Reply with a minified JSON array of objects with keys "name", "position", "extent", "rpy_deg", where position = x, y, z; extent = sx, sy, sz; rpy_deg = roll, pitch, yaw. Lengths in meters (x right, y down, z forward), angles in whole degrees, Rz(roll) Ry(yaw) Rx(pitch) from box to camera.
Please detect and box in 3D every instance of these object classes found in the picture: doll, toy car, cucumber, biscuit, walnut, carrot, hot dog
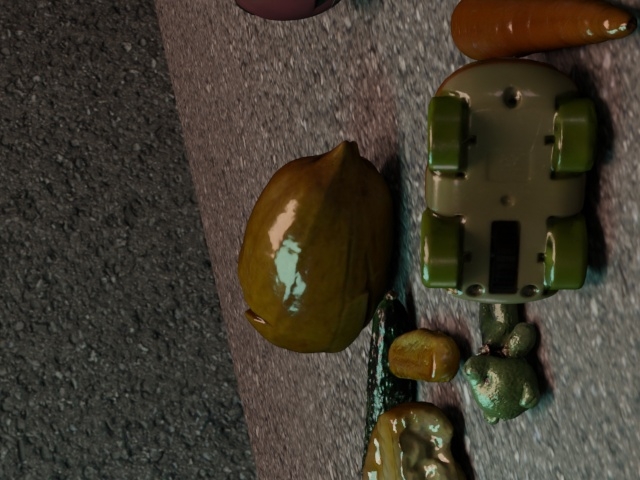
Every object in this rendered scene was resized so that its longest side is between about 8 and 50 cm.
[{"name":"doll","position":[0.178,0.110,1.571],"extent":[0.115,0.077,0.150],"rpy_deg":[131,143,-59]},{"name":"toy car","position":[0.164,-0.073,1.410],"extent":[0.235,0.145,0.235],"rpy_deg":[1,-90,-88]},{"name":"cucumber","position":[0.090,0.198,2.009],"extent":[0.067,0.067,0.293],"rpy_deg":[-118,25,-56]},{"name":"biscuit","position":[0.124,0.332,1.881],"extent":[0.213,0.091,0.274],"rpy_deg":[163,97,-74]},{"name":"walnut","position":[0.000,0.000,1.998],"extent":[0.209,0.209,0.336],"rpy_deg":[-111,26,-45]},{"name":"carrot","position":[0.188,-0.192,1.345],"extent":[0.336,0.069,0.069],"rpy_deg":[-166,68,-70]},{"name":"hot dog","position":[0.128,0.137,1.844],"extent":[0.215,0.047,0.066],"rpy_deg":[158,118,-77]}]

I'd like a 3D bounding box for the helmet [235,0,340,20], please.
[{"name":"helmet","position":[-0.020,-0.361,1.963],"extent":[0.198,0.154,0.253],"rpy_deg":[-59,28,1]}]
